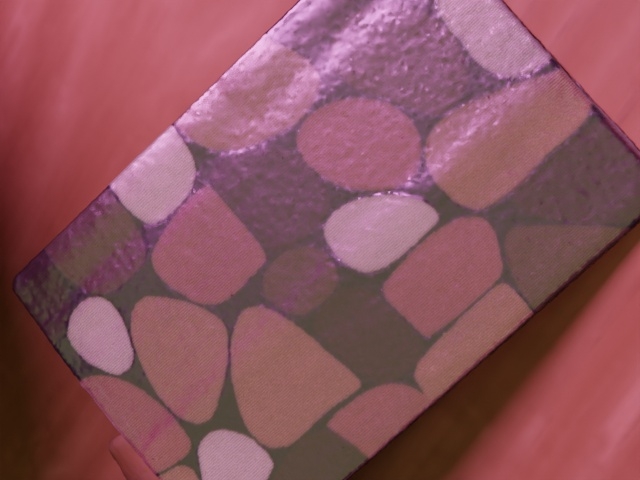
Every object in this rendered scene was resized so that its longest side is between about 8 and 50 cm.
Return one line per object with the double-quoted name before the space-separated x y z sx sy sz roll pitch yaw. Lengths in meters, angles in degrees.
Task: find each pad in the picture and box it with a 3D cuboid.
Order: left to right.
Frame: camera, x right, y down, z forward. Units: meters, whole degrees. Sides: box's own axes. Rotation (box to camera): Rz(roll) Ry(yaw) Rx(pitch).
"pad" 0.000 0.000 0.719 0.235 0.003 0.158 -42 80 12

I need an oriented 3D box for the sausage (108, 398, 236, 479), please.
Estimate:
"sausage" 0.003 0.200 0.761 0.066 0.066 0.301 -28 87 29
